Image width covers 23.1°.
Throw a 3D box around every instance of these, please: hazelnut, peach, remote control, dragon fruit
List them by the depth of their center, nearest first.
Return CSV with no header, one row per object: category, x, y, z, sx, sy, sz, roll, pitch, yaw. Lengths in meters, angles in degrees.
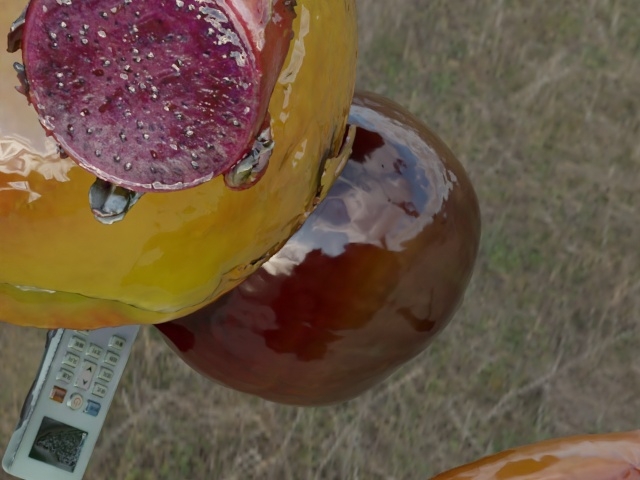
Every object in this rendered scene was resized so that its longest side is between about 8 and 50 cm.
dragon fruit,-0.059,-0.078,0.614,0.112,0.126,0.068,-6,30,21
peach,-0.143,-0.138,0.831,0.372,0.290,0.373,0,73,-1
hazelnut,0.000,0.000,1.034,0.229,0.229,0.230,4,52,-5
remote control,-0.166,0.087,1.081,0.029,0.065,0.166,9,75,44

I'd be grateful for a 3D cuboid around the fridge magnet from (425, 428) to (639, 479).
fridge magnet,0.106,0.253,0.879,0.363,0.364,0.155,-11,45,-16
